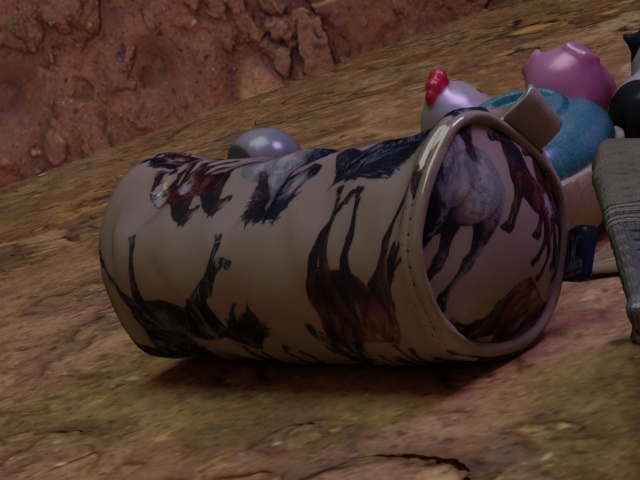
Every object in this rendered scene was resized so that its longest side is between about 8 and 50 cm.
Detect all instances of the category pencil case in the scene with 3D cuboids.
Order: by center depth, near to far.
[{"bbox_3d":[0.000,0.000,1.376,0.410,0.160,0.183,-4,42,52],"label":"pencil case"}]

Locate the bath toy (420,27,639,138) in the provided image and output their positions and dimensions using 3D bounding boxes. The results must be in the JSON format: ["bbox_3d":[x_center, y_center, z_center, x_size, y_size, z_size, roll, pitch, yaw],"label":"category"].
[{"bbox_3d":[0.232,-0.122,1.699,0.348,0.129,0.151,-11,21,36],"label":"bath toy"}]

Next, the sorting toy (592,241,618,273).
[{"bbox_3d":[0.215,0.011,1.395,0.083,0.012,0.062,-6,20,34],"label":"sorting toy"}]

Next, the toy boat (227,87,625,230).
[{"bbox_3d":[0.081,-0.047,1.533,0.318,0.148,0.267,-13,12,20],"label":"toy boat"}]

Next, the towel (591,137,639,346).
[{"bbox_3d":[0.311,-0.007,1.053,0.312,0.056,0.324,-5,17,7],"label":"towel"}]
